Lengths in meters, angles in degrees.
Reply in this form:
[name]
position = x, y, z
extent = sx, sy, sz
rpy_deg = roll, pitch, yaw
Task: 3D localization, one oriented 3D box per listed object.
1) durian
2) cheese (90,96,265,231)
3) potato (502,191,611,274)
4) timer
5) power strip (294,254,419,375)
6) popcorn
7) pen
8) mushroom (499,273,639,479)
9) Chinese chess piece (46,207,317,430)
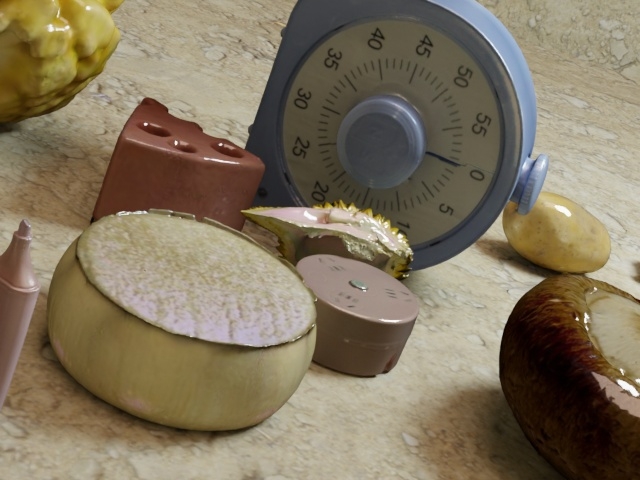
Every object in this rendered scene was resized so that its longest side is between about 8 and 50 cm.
[durian]
position = 0.005, -0.012, 1.554
extent = 0.224, 0.140, 0.078
rpy_deg = 25, 59, -25
[cheese]
position = -0.169, -0.071, 1.598
extent = 0.177, 0.128, 0.203
rpy_deg = 20, 18, -5
[potato]
position = 0.351, -0.008, 1.910
extent = 0.178, 0.118, 0.109
rpy_deg = 24, 54, -27
[timer]
position = 0.106, -0.138, 1.652
extent = 0.395, 0.395, 0.173
rpy_deg = 24, 22, 9
[power strip]
position = 0.029, 0.081, 1.467
extent = 0.154, 0.078, 0.154
rpy_deg = 17, 24, -8
[popcorn]
position = -0.445, -0.309, 1.658
extent = 0.390, 0.344, 0.354
rpy_deg = 14, -35, 56
[pen]
position = -0.268, 0.069, 1.080
extent = 0.053, 0.197, 0.032
rpy_deg = 33, 26, 25
[mushroom]
position = 0.339, 0.173, 1.379
extent = 0.345, 0.239, 0.345
rpy_deg = 7, 5, -1
[Chinese chess piece]
position = -0.136, 0.075, 1.294
extent = 0.270, 0.112, 0.270
rpy_deg = 17, 24, -8
